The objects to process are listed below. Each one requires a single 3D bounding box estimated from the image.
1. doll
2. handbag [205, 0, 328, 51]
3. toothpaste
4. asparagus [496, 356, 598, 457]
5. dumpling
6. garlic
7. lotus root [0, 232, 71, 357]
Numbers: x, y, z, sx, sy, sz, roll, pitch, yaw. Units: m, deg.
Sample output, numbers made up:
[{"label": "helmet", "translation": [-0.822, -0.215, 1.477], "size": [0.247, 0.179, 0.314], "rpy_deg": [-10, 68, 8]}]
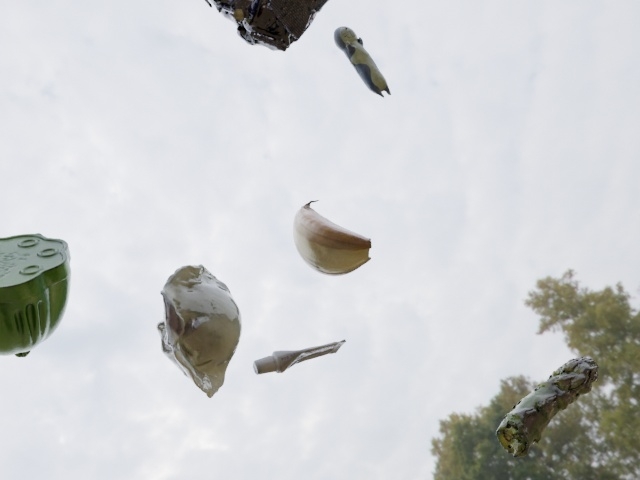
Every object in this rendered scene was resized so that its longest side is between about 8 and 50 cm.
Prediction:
[{"label": "doll", "translation": [0.061, -0.258, 0.655], "size": [0.037, 0.125, 0.027], "rpy_deg": [-32, -6, -36]}, {"label": "handbag", "translation": [-0.026, -0.268, 0.332], "size": [0.207, 0.229, 0.126], "rpy_deg": [-35, -12, 19]}, {"label": "toothpaste", "translation": [-0.064, 0.350, 1.362], "size": [0.282, 0.099, 0.069], "rpy_deg": [-7, -89, -24]}, {"label": "asparagus", "translation": [0.227, 0.151, 0.438], "size": [0.165, 0.036, 0.030], "rpy_deg": [-19, -52, -32]}, {"label": "dumpling", "translation": [-0.171, 0.113, 0.609], "size": [0.108, 0.188, 0.127], "rpy_deg": [-18, -28, 21]}, {"label": "garlic", "translation": [-0.001, -0.005, 0.957], "size": [0.128, 0.206, 0.115], "rpy_deg": [-52, -28, 5]}, {"label": "lotus root", "translation": [-0.446, 0.100, 0.652], "size": [0.186, 0.186, 0.186], "rpy_deg": [-14, -53, -20]}]
